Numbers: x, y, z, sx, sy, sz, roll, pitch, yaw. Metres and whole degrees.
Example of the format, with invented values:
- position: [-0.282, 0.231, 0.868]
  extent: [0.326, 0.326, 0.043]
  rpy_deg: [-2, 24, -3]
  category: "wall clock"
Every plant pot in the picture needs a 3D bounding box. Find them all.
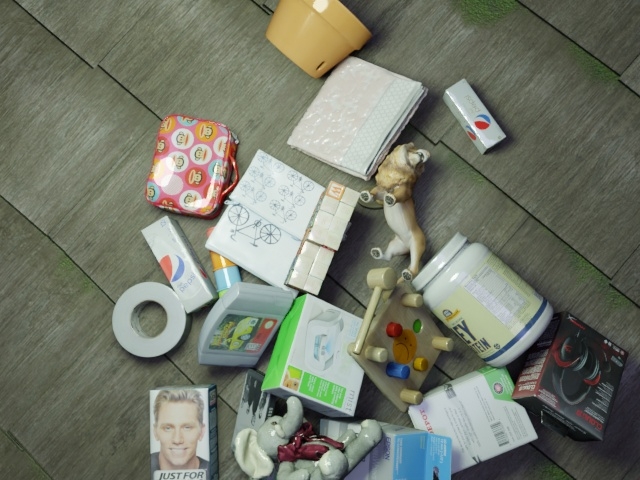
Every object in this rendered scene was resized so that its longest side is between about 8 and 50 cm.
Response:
- position: [-0.024, -0.614, 1.663]
  extent: [0.291, 0.291, 0.203]
  rpy_deg: [43, 104, 8]
  category: "plant pot"

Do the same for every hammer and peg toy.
- position: [0.183, 0.251, 1.500]
  extent: [0.361, 0.127, 0.266]
  rpy_deg: [51, 61, -26]
  category: "hammer and peg toy"

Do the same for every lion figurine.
- position: [0.231, -0.068, 1.609]
  extent: [0.142, 0.240, 0.391]
  rpy_deg: [4, 111, 31]
  category: "lion figurine"

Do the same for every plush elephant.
- position: [-0.051, 0.517, 1.430]
  extent: [0.255, 0.272, 0.330]
  rpy_deg: [44, 119, 19]
  category: "plush elephant"

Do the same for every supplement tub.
- position: [0.430, 0.155, 1.549]
  extent: [0.325, 0.235, 0.235]
  rpy_deg: [43, 88, 8]
  category: "supplement tub"

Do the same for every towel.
- position: [0.099, -0.366, 1.669]
  extent: [0.317, 0.053, 0.331]
  rpy_deg: [30, 84, 32]
  category: "towel"

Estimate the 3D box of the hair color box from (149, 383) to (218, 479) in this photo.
- position: [-0.387, 0.592, 1.625]
  extent: [0.174, 0.105, 0.346]
  rpy_deg: [-4, 83, 3]
  category: "hair color box"

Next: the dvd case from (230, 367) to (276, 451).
- position: [-0.185, 0.491, 1.592]
  extent: [0.030, 0.179, 0.238]
  rpy_deg: [14, 84, -28]
  category: "dvd case"

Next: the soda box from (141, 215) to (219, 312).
- position: [-0.411, 0.072, 1.690]
  extent: [0.091, 0.098, 0.286]
  rpy_deg: [-31, 83, 0]
  category: "soda box"

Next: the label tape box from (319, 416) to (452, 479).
- position: [0.159, 0.616, 1.502]
  extent: [0.348, 0.115, 0.248]
  rpy_deg: [-1, 82, 37]
  category: "label tape box"

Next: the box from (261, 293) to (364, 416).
- position: [-0.002, 0.315, 1.542]
  extent: [0.231, 0.127, 0.261]
  rpy_deg: [27, 62, -19]
  category: "box"

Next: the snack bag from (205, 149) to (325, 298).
- position: [-0.130, -0.047, 1.670]
  extent: [0.323, 0.037, 0.342]
  rpy_deg: [32, 80, -4]
  category: "snack bag"

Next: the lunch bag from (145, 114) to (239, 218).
- position: [-0.367, -0.217, 1.708]
  extent: [0.259, 0.120, 0.292]
  rpy_deg: [12, 84, 5]
  category: "lunch bag"

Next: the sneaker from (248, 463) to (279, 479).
- position: [-0.168, 0.752, 1.551]
  extent: [0.158, 0.182, 0.409]
  rpy_deg: [10, 85, 5]
  category: "sneaker"

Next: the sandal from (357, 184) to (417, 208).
- position: [0.198, -0.125, 1.691]
  extent: [0.180, 0.049, 0.072]
  rpy_deg: [11, 86, 4]
  category: "sandal"

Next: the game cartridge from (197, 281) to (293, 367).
- position: [-0.220, 0.240, 1.566]
  extent: [0.196, 0.060, 0.294]
  rpy_deg: [13, 122, -29]
  category: "game cartridge"

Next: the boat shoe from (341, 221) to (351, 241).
- position: [0.062, -0.015, 1.697]
  extent: [0.035, 0.035, 0.100]
  rpy_deg: [27, 80, 9]
  category: "boat shoe"

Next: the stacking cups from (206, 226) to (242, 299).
- position: [-0.264, 0.112, 1.680]
  extent: [0.096, 0.096, 0.315]
  rpy_deg: [-13, 81, 3]
  category: "stacking cups"

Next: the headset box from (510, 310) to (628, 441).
- position: [0.655, 0.370, 1.506]
  extent: [0.218, 0.110, 0.293]
  rpy_deg: [34, 65, -3]
  category: "headset box"

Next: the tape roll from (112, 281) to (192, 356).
- position: [-0.496, 0.233, 1.690]
  extent: [0.220, 0.072, 0.219]
  rpy_deg: [0, 84, 4]
  category: "tape roll"

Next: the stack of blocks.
- position: [0.000, 0.000, 1.581]
  extent: [0.087, 0.171, 0.296]
  rpy_deg: [23, 81, -6]
  category: "stack of blocks"

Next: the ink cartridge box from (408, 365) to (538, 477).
- position: [0.405, 0.488, 1.569]
  extent: [0.290, 0.121, 0.211]
  rpy_deg: [-22, 82, 2]
  category: "ink cartridge box"

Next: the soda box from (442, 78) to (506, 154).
- position: [0.452, -0.365, 1.688]
  extent: [0.069, 0.074, 0.216]
  rpy_deg: [-33, 82, 0]
  category: "soda box"
